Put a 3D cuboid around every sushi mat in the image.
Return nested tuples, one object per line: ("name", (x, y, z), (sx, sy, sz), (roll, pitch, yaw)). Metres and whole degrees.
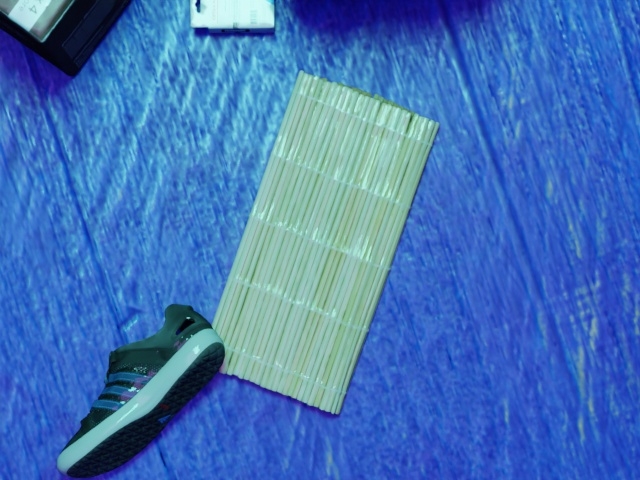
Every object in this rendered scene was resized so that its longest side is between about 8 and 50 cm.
("sushi mat", (0.000, 0.000, 1.510), (0.151, 0.019, 0.317), (19, 87, 0))

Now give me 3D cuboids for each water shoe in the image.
("water shoe", (-0.183, 0.148, 1.482), (0.203, 0.073, 0.080), (-41, 60, -1))

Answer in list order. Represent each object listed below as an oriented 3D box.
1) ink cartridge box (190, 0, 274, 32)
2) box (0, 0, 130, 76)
("ink cartridge box", (-0.088, -0.233, 1.515), (0.083, 0.028, 0.048), (0, 87, -2))
("box", (-0.264, -0.280, 1.426), (0.167, 0.203, 0.168), (36, 86, 1))
